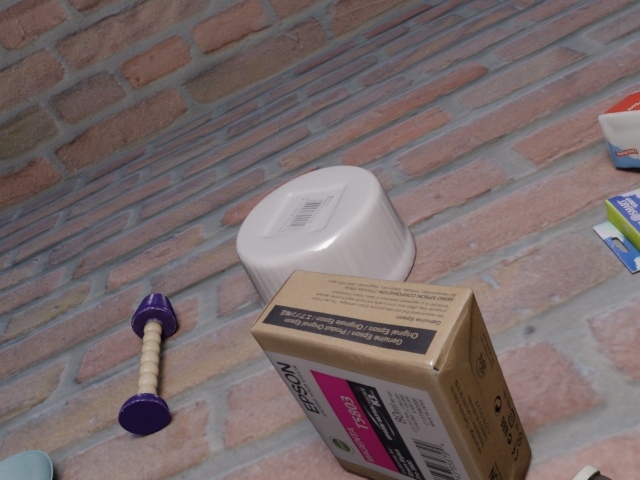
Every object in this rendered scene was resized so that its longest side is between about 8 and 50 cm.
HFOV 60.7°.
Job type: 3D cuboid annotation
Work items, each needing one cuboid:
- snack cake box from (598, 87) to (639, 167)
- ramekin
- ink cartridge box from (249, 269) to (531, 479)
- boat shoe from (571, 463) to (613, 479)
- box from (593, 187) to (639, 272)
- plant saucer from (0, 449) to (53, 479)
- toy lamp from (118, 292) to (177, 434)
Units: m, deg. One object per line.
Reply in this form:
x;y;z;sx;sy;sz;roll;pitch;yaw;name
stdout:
0.543;-0.201;0.747;0.264;0.089;0.152;-33;17;-10;snack cake box
0.000;0.000;0.878;0.277;0.135;0.277;-21;32;13;ramekin
0.071;0.145;0.515;0.193;0.234;0.088;1;41;40;ink cartridge box
0.179;0.277;0.394;0.069;0.081;0.227;14;58;45;boat shoe
0.443;-0.034;0.667;0.178;0.042;0.109;-21;32;11;box
-0.448;0.389;0.760;0.195;0.037;0.195;-20;32;13;plant saucer
-0.274;0.183;0.888;0.080;0.080;0.274;-27;34;3;toy lamp
